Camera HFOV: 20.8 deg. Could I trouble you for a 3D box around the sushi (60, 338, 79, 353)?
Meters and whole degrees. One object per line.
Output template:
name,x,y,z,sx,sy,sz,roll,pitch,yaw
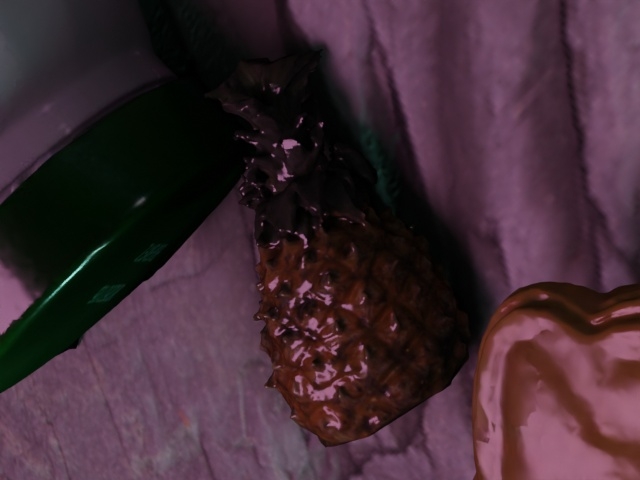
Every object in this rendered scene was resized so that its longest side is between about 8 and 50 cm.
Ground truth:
sushi,-0.288,-0.008,1.248,0.273,0.109,0.134,45,150,12

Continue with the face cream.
face cream,-0.226,-0.111,0.943,0.357,0.219,0.312,47,150,4

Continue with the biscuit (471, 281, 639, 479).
biscuit,0.179,0.145,0.691,0.269,0.051,0.376,11,111,21

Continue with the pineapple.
pineapple,0.000,0.000,0.873,0.108,0.108,0.197,-11,104,58
